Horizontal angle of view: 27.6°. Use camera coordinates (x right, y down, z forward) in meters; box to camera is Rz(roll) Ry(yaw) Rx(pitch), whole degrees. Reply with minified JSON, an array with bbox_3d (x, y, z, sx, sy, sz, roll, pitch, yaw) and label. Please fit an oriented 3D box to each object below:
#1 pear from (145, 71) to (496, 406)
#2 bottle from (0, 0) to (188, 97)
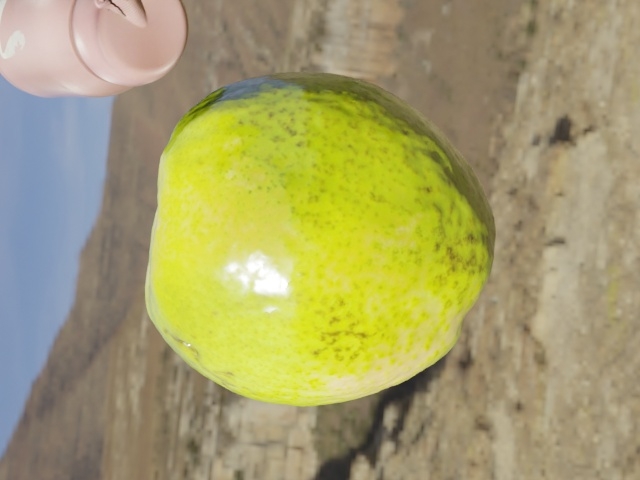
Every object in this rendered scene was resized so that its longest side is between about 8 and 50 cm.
[{"bbox_3d":[0.000,0.000,1.400,0.391,0.391,0.391,-174,90,-85],"label":"pear"},{"bbox_3d":[-0.297,-0.273,1.624,0.173,0.206,0.297,-49,31,-20],"label":"bottle"}]
